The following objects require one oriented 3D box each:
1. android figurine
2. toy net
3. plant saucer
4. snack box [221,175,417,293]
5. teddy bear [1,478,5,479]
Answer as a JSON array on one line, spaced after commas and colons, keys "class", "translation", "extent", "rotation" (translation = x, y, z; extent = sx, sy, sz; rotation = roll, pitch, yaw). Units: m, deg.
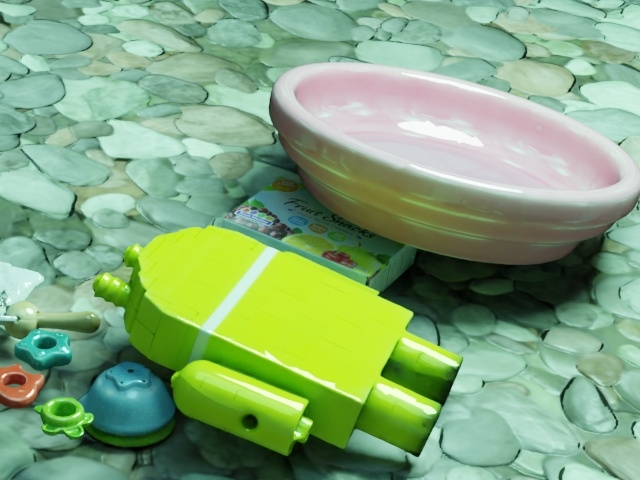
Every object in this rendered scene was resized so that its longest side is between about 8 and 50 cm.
[{"class": "android figurine", "translation": [-0.034, 0.070, 1.305], "extent": [0.273, 0.056, 0.248], "rotation": [22, 25, 5]}, {"class": "toy net", "translation": [-0.212, 0.085, 1.289], "extent": [0.122, 0.045, 0.232], "rotation": [-22, 40, -38]}, {"class": "plant saucer", "translation": [0.112, -0.066, 1.541], "extent": [0.332, 0.084, 0.332], "rotation": [13, 20, -5]}, {"class": "snack box", "translation": [0.000, 0.000, 1.489], "extent": [0.141, 0.037, 0.100], "rotation": [22, 31, 20]}, {"class": "teddy bear", "translation": [-0.129, 0.239, 0.944], "extent": [0.338, 0.113, 0.245], "rotation": [2, 53, 19]}]
